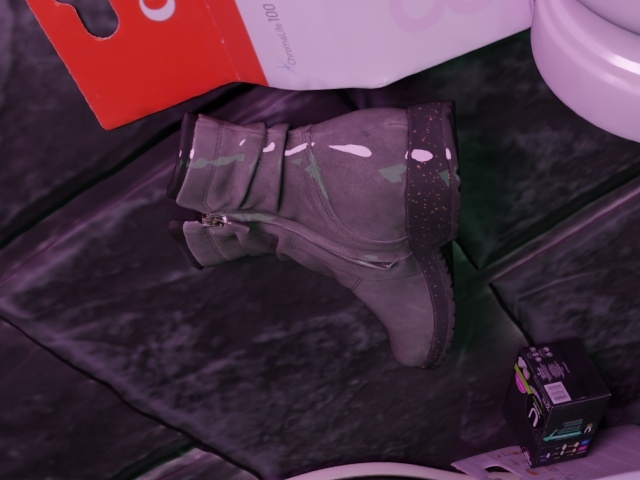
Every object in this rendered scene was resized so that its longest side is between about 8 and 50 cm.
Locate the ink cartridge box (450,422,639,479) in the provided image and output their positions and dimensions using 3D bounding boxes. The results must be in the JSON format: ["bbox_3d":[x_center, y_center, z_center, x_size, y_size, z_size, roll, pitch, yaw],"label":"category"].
[{"bbox_3d":[0.216,0.196,0.833,0.179,0.145,0.045,-11,91,-12],"label":"ink cartridge box"}]

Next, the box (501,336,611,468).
[{"bbox_3d":[0.184,0.129,0.804,0.052,0.062,0.083,-9,136,-13],"label":"box"}]

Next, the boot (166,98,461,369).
[{"bbox_3d":[0.000,0.000,0.613,0.161,0.083,0.246,-2,146,5],"label":"boot"}]

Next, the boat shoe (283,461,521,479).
[{"bbox_3d":[0.082,0.272,0.872,0.340,0.113,0.127,10,130,-27],"label":"boat shoe"}]

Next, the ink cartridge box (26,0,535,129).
[{"bbox_3d":[-0.026,-0.142,0.468,0.232,0.066,0.189,-25,137,-1],"label":"ink cartridge box"}]

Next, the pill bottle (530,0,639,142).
[{"bbox_3d":[0.162,-0.173,0.378,0.162,0.162,0.278,-13,145,-7],"label":"pill bottle"}]
